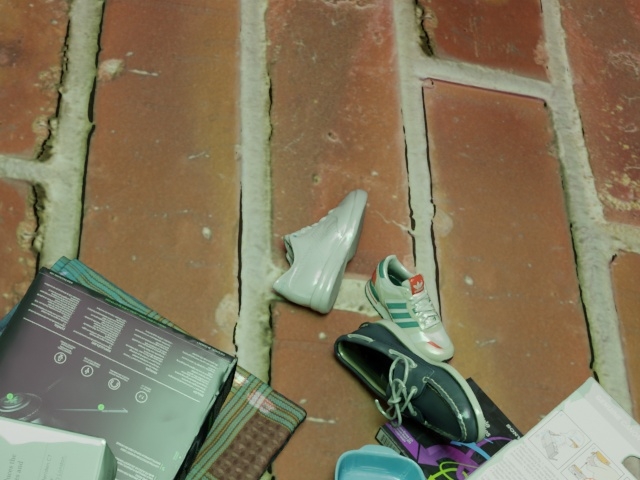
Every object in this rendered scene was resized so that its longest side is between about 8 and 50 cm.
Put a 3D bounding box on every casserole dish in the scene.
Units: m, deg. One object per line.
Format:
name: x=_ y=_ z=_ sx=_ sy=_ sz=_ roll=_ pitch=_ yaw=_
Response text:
casserole dish: x=0.069 y=0.327 z=1.924 sx=0.114 sy=0.037 sz=0.188 roll=9 pitch=48 yaw=-12

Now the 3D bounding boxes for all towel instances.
towel: x=-0.230 y=0.189 z=1.941 sx=0.370 sy=0.040 sz=0.271 roll=31 pitch=47 yaw=9

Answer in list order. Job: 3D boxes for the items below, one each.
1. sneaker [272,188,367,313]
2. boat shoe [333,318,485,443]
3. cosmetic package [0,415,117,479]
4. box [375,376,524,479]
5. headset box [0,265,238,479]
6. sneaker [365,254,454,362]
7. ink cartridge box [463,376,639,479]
sneaker: x=0.000 y=0.000 z=2.175 sx=0.094 sy=0.080 sz=0.212 roll=16 pitch=46 yaw=11
boat shoe: x=0.106 y=0.175 z=1.998 sx=0.079 sy=0.095 sz=0.254 roll=-15 pitch=37 yaw=-27
cosmetic package: x=-0.401 y=0.232 z=1.579 sx=0.384 sy=0.217 sz=0.156 roll=11 pitch=77 yaw=0
box: x=0.164 y=0.247 z=2.035 sx=0.162 sy=0.029 sz=0.116 roll=-24 pitch=61 yaw=-36
headset box: x=-0.262 y=0.215 z=1.791 sx=0.246 sy=0.131 sz=0.283 roll=24 pitch=64 yaw=4
sneaker: x=0.121 y=0.087 z=2.131 sx=0.057 sy=0.075 sz=0.161 roll=-20 pitch=58 yaw=-33
ink cartridge box: x=0.321 y=0.348 z=1.907 sx=0.261 sy=0.066 sz=0.296 roll=-36 pitch=69 yaw=-20
